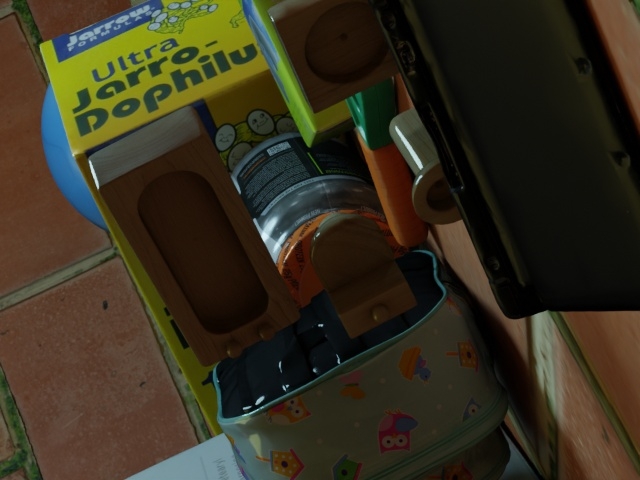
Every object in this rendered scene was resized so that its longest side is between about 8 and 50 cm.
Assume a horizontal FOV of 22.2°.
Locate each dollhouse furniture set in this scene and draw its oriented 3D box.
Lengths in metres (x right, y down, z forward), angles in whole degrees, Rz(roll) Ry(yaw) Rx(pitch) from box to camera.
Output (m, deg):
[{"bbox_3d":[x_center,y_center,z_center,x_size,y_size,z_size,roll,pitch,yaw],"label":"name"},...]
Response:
[{"bbox_3d":[0.003,-0.004,0.655,0.144,0.151,0.123,64,178,-40],"label":"dollhouse furniture set"}]

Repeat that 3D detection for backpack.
[{"bbox_3d":[0.026,0.096,0.936,0.144,0.165,0.188,64,-179,-1],"label":"backpack"}]

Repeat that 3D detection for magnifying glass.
[{"bbox_3d":[0.028,-0.077,0.915,0.231,0.026,0.092,71,174,-49],"label":"magnifying glass"}]

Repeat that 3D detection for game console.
[{"bbox_3d":[0.068,-0.044,0.493,0.122,0.071,0.107,66,-153,-11],"label":"game console"}]

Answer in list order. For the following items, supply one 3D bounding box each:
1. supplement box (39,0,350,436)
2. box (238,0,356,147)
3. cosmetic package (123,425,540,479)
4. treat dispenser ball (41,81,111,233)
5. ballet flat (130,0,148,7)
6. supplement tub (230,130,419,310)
[{"bbox_3d":[-0.062,-0.017,1.339,0.195,0.194,0.357,-118,4,-54],"label":"supplement box"},{"bbox_3d":[-0.027,-0.153,1.071,0.109,0.042,0.178,134,110,-87],"label":"box"},{"bbox_3d":[0.003,0.335,1.113,0.327,0.393,0.329,-121,7,-65],"label":"cosmetic package"},{"bbox_3d":[-0.201,-0.139,2.017,0.288,0.288,0.288,155,90,-87],"label":"treat dispenser ball"},{"bbox_3d":[-0.126,-0.227,1.499,0.124,0.116,0.342,42,179,7],"label":"ballet flat"},{"bbox_3d":[0.000,0.000,1.120,0.190,0.117,0.117,-120,6,-70],"label":"supplement tub"}]
